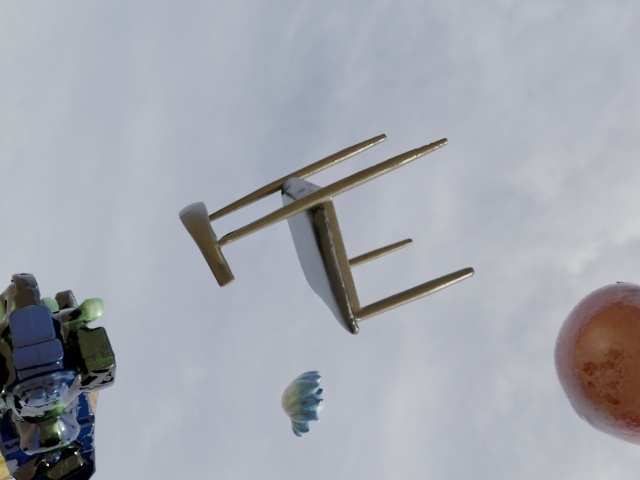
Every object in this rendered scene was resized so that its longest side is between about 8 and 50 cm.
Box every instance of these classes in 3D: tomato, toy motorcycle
[{"bbox_3d":[0.520,0.209,0.856,0.265,0.265,0.264,-7,-103,32],"label":"tomato"},{"bbox_3d":[-0.305,0.169,0.570,0.196,0.125,0.331,63,-35,20],"label":"toy motorcycle"}]

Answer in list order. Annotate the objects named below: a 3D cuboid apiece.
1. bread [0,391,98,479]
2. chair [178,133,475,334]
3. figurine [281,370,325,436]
[{"bbox_3d":[-0.573,0.267,0.904,0.398,0.398,0.215,-39,-132,22],"label":"bread"},{"bbox_3d":[0.000,0.000,0.584,0.188,0.273,0.166,-140,-148,-70],"label":"chair"},{"bbox_3d":[-0.022,0.272,0.895,0.114,0.079,0.114,-56,-166,22],"label":"figurine"}]
